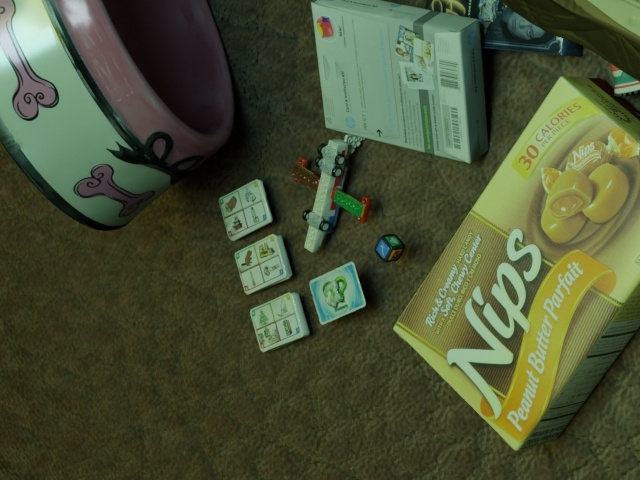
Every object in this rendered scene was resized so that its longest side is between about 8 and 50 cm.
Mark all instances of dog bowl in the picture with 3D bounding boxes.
[{"bbox_3d":[-0.233,-0.224,1.930,0.150,0.408,0.408,-23,78,17],"label":"dog bowl"}]

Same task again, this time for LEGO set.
[{"bbox_3d":[0.000,0.000,1.972,0.244,0.060,0.182,-27,76,47],"label":"LEGO set"}]

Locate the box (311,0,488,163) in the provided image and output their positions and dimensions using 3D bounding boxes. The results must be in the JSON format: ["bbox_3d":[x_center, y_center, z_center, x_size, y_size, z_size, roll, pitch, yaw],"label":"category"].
[{"bbox_3d":[0.080,-0.166,1.864,0.186,0.038,0.145,15,126,35],"label":"box"}]

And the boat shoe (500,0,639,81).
[{"bbox_3d":[0.244,-0.248,1.685,0.341,0.121,0.110,37,83,28],"label":"boat shoe"}]

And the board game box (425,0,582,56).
[{"bbox_3d":[0.188,-0.308,1.804,0.165,0.042,0.243,10,98,37],"label":"board game box"}]

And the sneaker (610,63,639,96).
[{"bbox_3d":[0.331,-0.185,1.691,0.161,0.057,0.075,-16,88,40],"label":"sneaker"}]

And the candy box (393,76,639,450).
[{"bbox_3d":[0.226,0.022,1.762,0.183,0.087,0.316,45,118,27],"label":"candy box"}]
